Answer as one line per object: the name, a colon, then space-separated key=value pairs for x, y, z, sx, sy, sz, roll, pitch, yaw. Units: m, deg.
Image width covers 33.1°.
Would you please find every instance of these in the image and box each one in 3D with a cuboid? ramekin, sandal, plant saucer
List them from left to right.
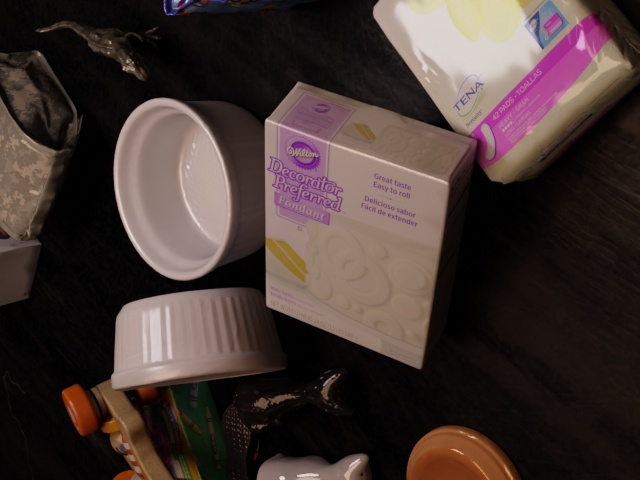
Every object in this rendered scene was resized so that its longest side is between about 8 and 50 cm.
ramekin: x=-0.190 y=0.150 z=1.643 sx=0.273 sy=0.273 sz=0.127 roll=-17 pitch=77 yaw=45
ramekin: x=-0.183 y=-0.086 z=1.657 sx=0.277 sy=0.135 sz=0.277 roll=12 pitch=108 yaw=42
sandal: x=-0.127 y=0.343 z=1.778 sx=0.067 sy=0.040 sz=0.179 roll=16 pitch=114 yaw=40
plant saucer: x=0.193 y=0.355 z=1.476 sx=0.200 sy=0.037 sz=0.200 roll=13 pitch=110 yaw=41

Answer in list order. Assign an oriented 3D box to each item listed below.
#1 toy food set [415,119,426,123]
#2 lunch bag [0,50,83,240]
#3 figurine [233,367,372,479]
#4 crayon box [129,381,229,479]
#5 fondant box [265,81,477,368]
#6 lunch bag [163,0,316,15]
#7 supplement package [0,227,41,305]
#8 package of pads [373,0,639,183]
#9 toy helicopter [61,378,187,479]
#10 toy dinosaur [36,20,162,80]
toy food set: x=0.056 y=-0.131 z=1.431 sx=0.232 sy=0.111 sz=0.104 roll=-18 pitch=88 yaw=44
lunch bag: x=-0.545 y=-0.170 z=1.960 sx=0.287 sy=0.169 sz=0.235 roll=54 pitch=131 yaw=26
figurine: x=-0.013 y=0.301 z=1.630 sx=0.209 sy=0.092 sz=0.214 roll=-15 pitch=91 yaw=41
crayon box: x=-0.232 y=0.386 z=1.860 sx=0.165 sy=0.081 sz=0.278 roll=-24 pitch=83 yaw=44
fondant box: x=0.053 y=-0.013 z=1.358 sx=0.238 sy=0.096 sz=0.330 roll=21 pitch=136 yaw=18
lunch bag: x=-0.102 y=-0.457 z=1.422 sx=0.138 sy=0.221 sz=0.293 roll=0 pitch=100 yaw=44
supplement package: x=-0.700 y=0.020 z=2.137 sx=0.203 sy=0.194 sz=0.149 roll=42 pitch=127 yaw=28
package of pads: x=0.215 y=-0.239 z=1.260 sx=0.229 sy=0.101 sz=0.296 roll=-47 pitch=67 yaw=39
toy helicopter: x=-0.277 y=0.374 z=1.739 sx=0.355 sy=0.140 sz=0.235 roll=45 pitch=150 yaw=40
toy dinosaur: x=-0.340 y=-0.325 z=1.757 sx=0.268 sy=0.118 sz=0.064 roll=26 pitch=117 yaw=38
